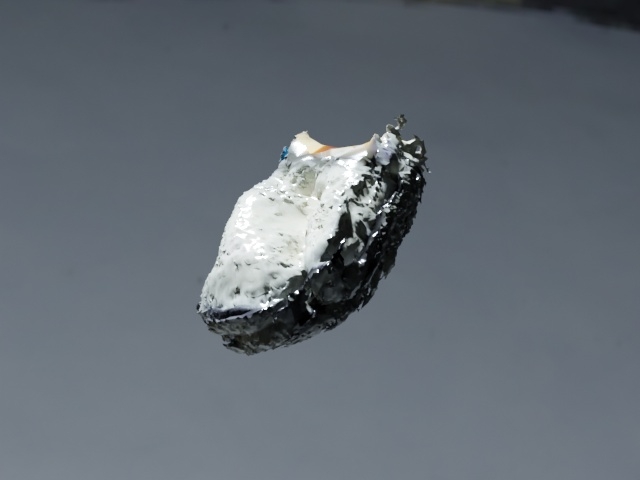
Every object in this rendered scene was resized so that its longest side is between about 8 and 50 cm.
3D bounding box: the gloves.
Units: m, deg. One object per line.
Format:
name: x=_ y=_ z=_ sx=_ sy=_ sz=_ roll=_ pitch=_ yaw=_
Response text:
gloves: x=0.001 y=0.003 z=1.070 sx=0.114 sy=0.070 sz=0.153 roll=-4 pitch=36 yaw=35
